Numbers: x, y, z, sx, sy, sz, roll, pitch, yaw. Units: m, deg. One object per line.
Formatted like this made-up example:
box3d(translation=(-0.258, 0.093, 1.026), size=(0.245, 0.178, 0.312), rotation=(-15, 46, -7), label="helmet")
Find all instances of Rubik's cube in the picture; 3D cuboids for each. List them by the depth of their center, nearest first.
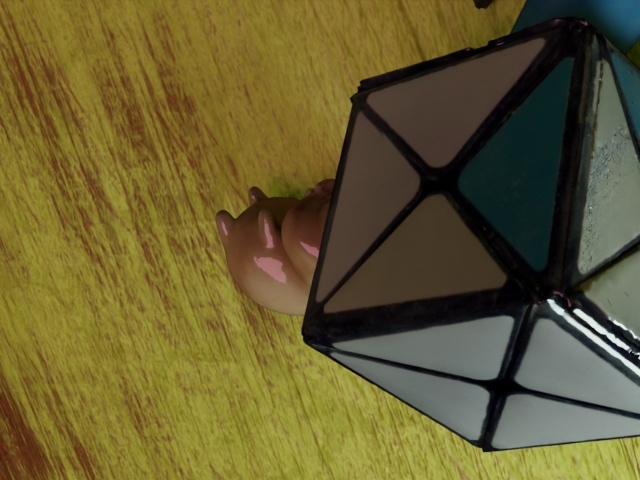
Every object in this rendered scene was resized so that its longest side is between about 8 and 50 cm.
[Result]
box3d(translation=(0.204, 0.004, 1.559), size=(0.310, 0.305, 0.307), rotation=(-11, 144, 43), label="Rubik's cube")

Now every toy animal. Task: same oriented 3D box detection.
box3d(translation=(-0.003, 0.010, 1.889), size=(0.250, 0.166, 0.154), rotation=(-4, 120, 46), label="toy animal")

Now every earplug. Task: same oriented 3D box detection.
box3d(translation=(0.262, -0.227, 1.582), size=(0.132, 0.132, 0.273), rotation=(42, 136, 13), label="earplug")

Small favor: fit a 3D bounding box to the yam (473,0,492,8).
box3d(translation=(0.216, -0.324, 1.631), size=(0.027, 0.029, 0.234), rotation=(26, 131, -10), label="yam")
